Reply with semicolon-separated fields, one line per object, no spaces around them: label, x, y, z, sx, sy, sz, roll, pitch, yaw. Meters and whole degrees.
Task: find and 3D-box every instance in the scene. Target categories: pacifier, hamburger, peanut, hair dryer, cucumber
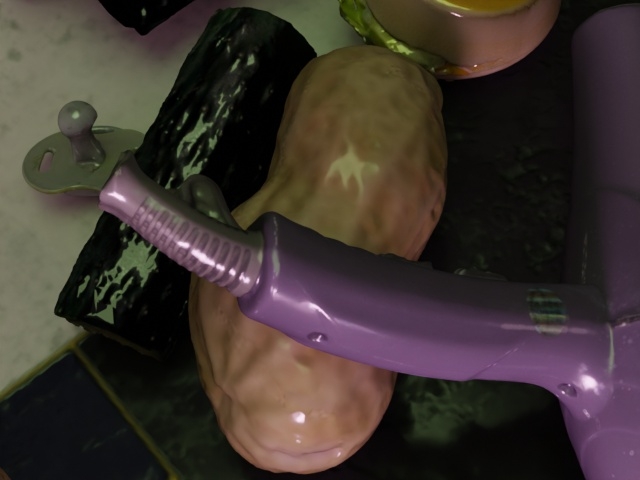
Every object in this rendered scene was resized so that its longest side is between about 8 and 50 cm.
pacifier;-0.139;-0.060;0.816;0.083;0.064;0.068;1;46;6
hamburger;0.079;-0.158;0.835;0.141;0.081;0.126;-23;66;-20
peanut;0.000;0.000;0.742;0.123;0.123;0.257;10;65;11
hair dryer;0.068;-0.008;0.666;0.361;0.121;0.301;11;60;-24
cucumber;-0.070;-0.034;0.782;0.078;0.062;0.211;32;64;-16

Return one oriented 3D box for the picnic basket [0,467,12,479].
picnic basket;-0.202;0.242;0.581;0.175;0.228;0.313;-16;64;-5

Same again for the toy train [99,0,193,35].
toy train;-0.053;-0.278;0.869;0.369;0.163;0.232;-39;75;-14
